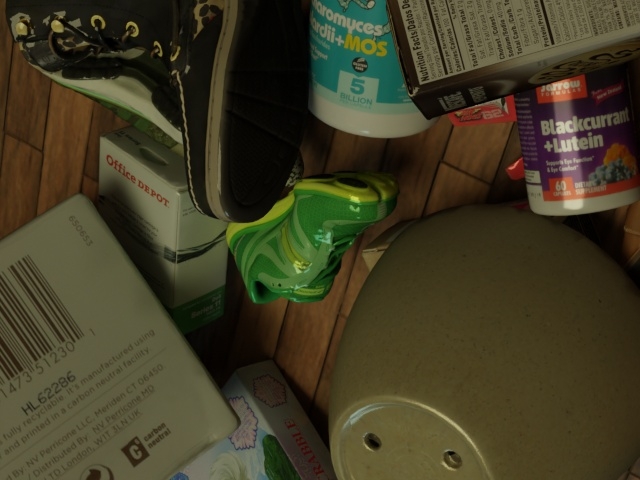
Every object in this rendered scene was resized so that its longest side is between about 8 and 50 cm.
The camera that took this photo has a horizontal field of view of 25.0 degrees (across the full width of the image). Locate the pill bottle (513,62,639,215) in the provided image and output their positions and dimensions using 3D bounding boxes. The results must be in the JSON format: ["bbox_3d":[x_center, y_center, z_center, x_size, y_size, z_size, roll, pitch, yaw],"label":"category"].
[{"bbox_3d":[0.235,-0.126,1.345,0.108,0.108,0.193,-4,100,34],"label":"pill bottle"}]

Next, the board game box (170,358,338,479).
[{"bbox_3d":[-0.073,0.367,1.793,0.318,0.066,0.318,56,133,23],"label":"board game box"}]

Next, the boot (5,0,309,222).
[{"bbox_3d":[-0.164,-0.198,1.407,0.284,0.138,0.377,-3,85,30],"label":"boot"}]

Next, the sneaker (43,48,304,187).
[{"bbox_3d":[-0.174,-0.161,1.587,0.410,0.158,0.182,34,163,31],"label":"sneaker"}]

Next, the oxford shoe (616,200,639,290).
[{"bbox_3d":[0.326,-0.025,1.399,0.076,0.076,0.212,56,140,35],"label":"oxford shoe"}]

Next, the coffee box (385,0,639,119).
[{"bbox_3d":[0.208,-0.203,1.206,0.297,0.168,0.118,-15,87,9],"label":"coffee box"}]

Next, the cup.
[{"bbox_3d":[0.137,0.162,1.387,0.331,0.237,0.331,16,123,26],"label":"cup"}]

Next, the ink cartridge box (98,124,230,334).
[{"bbox_3d":[-0.183,-0.016,1.681,0.153,0.087,0.208,35,133,34],"label":"ink cartridge box"}]

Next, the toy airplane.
[{"bbox_3d":[0.208,-0.117,1.434,0.151,0.028,0.151,6,113,14],"label":"toy airplane"}]

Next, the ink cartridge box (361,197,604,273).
[{"bbox_3d":[0.187,0.063,1.511,0.235,0.088,0.193,-10,108,37],"label":"ink cartridge box"}]

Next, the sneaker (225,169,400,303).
[{"bbox_3d":[0.000,0.000,1.547,0.295,0.109,0.123,-27,73,59],"label":"sneaker"}]

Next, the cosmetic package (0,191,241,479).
[{"bbox_3d":[-0.361,0.188,1.697,0.327,0.329,0.394,56,156,-6],"label":"cosmetic package"}]

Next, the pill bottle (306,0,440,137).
[{"bbox_3d":[0.065,-0.242,1.382,0.146,0.146,0.264,21,125,22],"label":"pill bottle"}]
